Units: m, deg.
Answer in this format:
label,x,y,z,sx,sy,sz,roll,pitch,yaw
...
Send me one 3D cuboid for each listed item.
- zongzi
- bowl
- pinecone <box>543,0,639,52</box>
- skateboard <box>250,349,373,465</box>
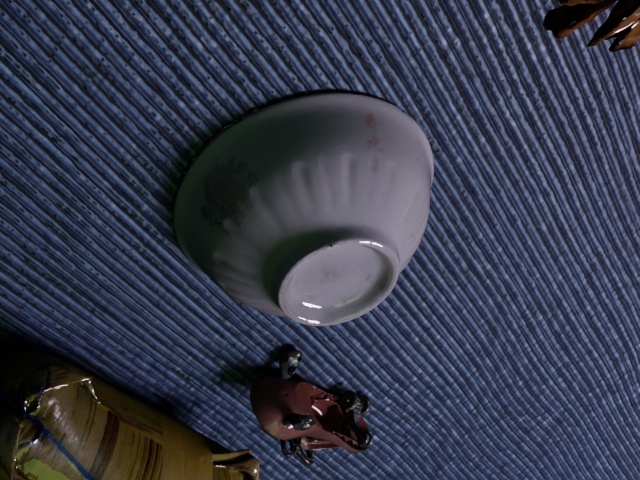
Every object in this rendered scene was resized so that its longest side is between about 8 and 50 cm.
label,x,y,z,sx,sy,sz,roll,pitch,yaw
zongzi,-0.191,0.250,0.741,0.260,0.123,0.289,38,70,-43
bowl,0.000,0.000,0.676,0.189,0.086,0.189,-11,137,-11
pinecone,0.155,-0.186,0.440,0.221,0.221,0.221,-12,138,-11
skateboard,-0.011,0.156,0.862,0.080,0.067,0.151,-27,143,21
